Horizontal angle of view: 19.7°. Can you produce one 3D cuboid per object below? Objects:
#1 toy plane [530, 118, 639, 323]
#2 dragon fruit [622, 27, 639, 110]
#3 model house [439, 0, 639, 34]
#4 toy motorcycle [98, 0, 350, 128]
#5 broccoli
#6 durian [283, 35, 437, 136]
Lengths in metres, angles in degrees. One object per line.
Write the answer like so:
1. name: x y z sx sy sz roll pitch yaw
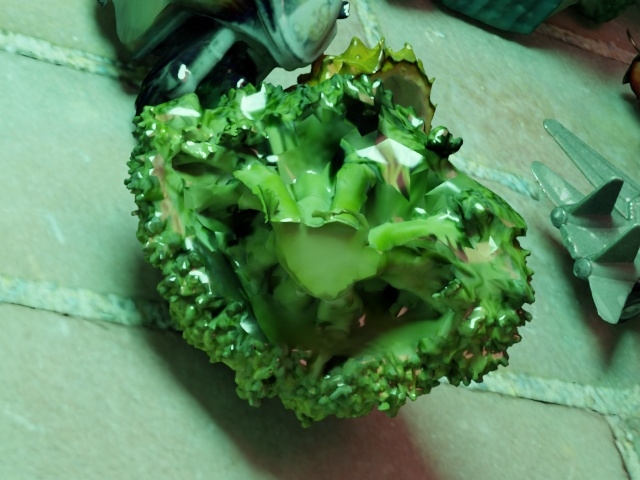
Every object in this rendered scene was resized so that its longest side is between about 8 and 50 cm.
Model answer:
1. toy plane: 0.273 0.014 1.432 0.267 0.088 0.212 13 47 -47
2. dragon fruit: 0.349 -0.130 1.511 0.233 0.234 0.293 0 19 -44
3. model house: 0.158 -0.296 1.533 0.267 0.194 0.325 49 39 5
4. toy motorcycle: -0.067 -0.178 1.223 0.106 0.159 0.270 38 32 -46
5. broccoli: -0.001 -0.001 1.076 0.226 0.198 0.176 46 -7 -29
6. durian: 0.021 -0.071 1.260 0.078 0.140 0.224 25 -1 26
